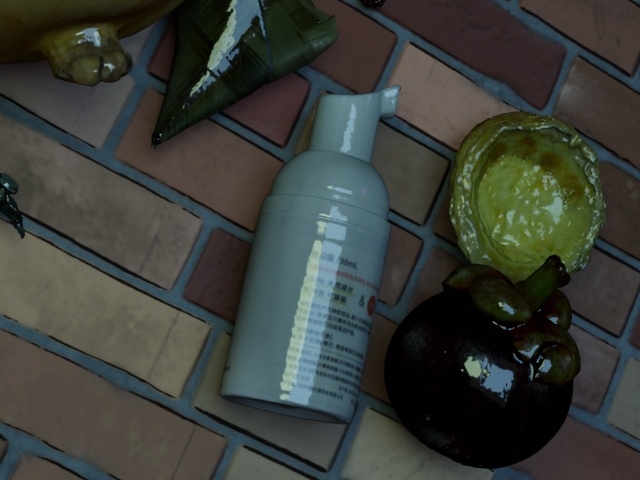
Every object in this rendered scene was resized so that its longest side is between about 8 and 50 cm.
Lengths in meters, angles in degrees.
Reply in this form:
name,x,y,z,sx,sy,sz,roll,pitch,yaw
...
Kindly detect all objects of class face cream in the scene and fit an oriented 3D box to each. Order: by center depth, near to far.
name,x,y,z,sx,sy,sz,roll,pitch,yaw
face cream,0.000,0.000,1.680,0.145,0.145,0.370,16,77,-21

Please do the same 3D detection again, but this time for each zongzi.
name,x,y,z,sx,sy,sz,roll,pitch,yaw
zongzi,-0.131,-0.244,1.666,0.242,0.112,0.221,-33,99,-22

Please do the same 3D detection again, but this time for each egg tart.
name,x,y,z,sx,sy,sz,roll,pitch,yaw
egg tart,0.227,-0.043,1.808,0.212,0.090,0.213,2,83,-20

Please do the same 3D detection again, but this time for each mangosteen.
name,x,y,z,sx,sy,sz,roll,pitch,yaw
mangosteen,0.186,0.118,1.696,0.211,0.211,0.250,23,108,-19

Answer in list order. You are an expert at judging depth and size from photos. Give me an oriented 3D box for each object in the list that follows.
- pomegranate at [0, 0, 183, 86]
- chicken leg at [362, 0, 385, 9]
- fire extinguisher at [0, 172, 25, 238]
name,x,y,z,sx,sy,sz,roll,pitch,yaw
pomegranate,-0.266,-0.327,1.470,0.411,0.411,0.411,3,83,-23
chicken leg,0.042,-0.331,1.790,0.062,0.037,0.145,-28,97,-45
fire extinguisher,-0.397,-0.110,1.549,0.294,0.118,0.093,40,106,-15
